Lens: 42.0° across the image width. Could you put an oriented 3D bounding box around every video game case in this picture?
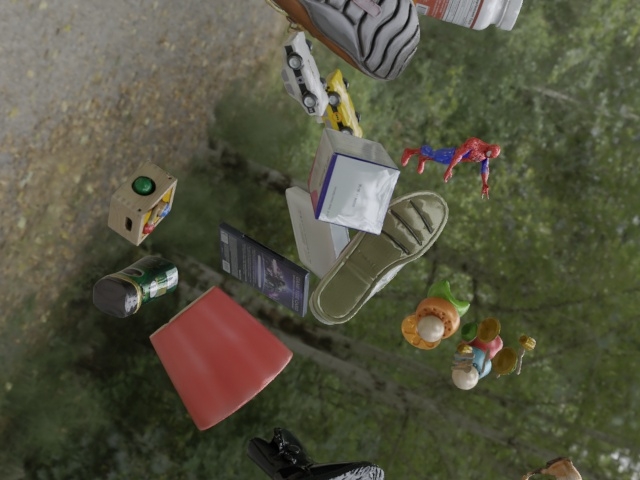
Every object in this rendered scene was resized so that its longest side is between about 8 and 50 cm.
[{"bbox_3d":[-0.150,0.078,2.185,0.026,0.274,0.196,-50,160,-32],"label":"video game case"}]

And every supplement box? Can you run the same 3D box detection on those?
[{"bbox_3d":[0.048,-0.103,1.379,0.220,0.114,0.111,-105,-150,-70],"label":"supplement box"}]

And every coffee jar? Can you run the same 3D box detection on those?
[{"bbox_3d":[-0.383,0.095,1.730,0.184,0.096,0.079,-32,133,-60],"label":"coffee jar"}]

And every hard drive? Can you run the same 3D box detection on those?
[{"bbox_3d":[0.000,0.000,2.245,0.353,0.047,0.233,-143,-141,-65],"label":"hard drive"}]

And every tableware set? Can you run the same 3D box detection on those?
[{"bbox_3d":[0.292,0.180,1.409,0.154,0.024,0.104,-8,-122,49],"label":"tableware set"}]

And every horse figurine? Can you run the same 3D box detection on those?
[{"bbox_3d":[0.548,0.585,1.916,0.174,0.066,0.263,-40,-162,31],"label":"horse figurine"}]

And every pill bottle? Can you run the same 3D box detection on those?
[{"bbox_3d":[0.273,-0.475,1.593,0.121,0.216,0.121,16,90,-90],"label":"pill bottle"}]

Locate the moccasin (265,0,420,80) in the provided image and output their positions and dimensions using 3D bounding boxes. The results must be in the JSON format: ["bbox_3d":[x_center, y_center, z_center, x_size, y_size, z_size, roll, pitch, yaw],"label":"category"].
[{"bbox_3d":[0.009,-0.330,1.140,0.380,0.147,0.139,14,108,-50],"label":"moccasin"}]

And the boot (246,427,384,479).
[{"bbox_3d":[-0.013,0.474,1.786,0.207,0.246,0.094,39,-56,51],"label":"boot"}]

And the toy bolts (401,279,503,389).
[{"bbox_3d":[0.284,0.247,1.926,0.218,0.228,0.158,-47,-179,41],"label":"toy bolts"}]

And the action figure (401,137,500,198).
[{"bbox_3d":[0.312,-0.168,1.991,0.280,0.091,0.139,-7,-110,52],"label":"action figure"}]

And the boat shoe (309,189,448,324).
[{"bbox_3d":[0.093,0.023,1.460,0.302,0.113,0.103,-41,-177,-13],"label":"boat shoe"}]

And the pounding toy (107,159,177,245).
[{"bbox_3d":[-0.327,-0.064,1.562,0.130,0.100,0.141,-54,176,-35],"label":"pounding toy"}]

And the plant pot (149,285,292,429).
[{"bbox_3d":[-0.243,0.256,1.919,0.275,0.243,0.275,-38,-177,3],"label":"plant pot"}]

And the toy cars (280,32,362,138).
[{"bbox_3d":[-0.009,-0.342,1.952,0.394,0.087,0.176,32,51,-61],"label":"toy cars"}]
